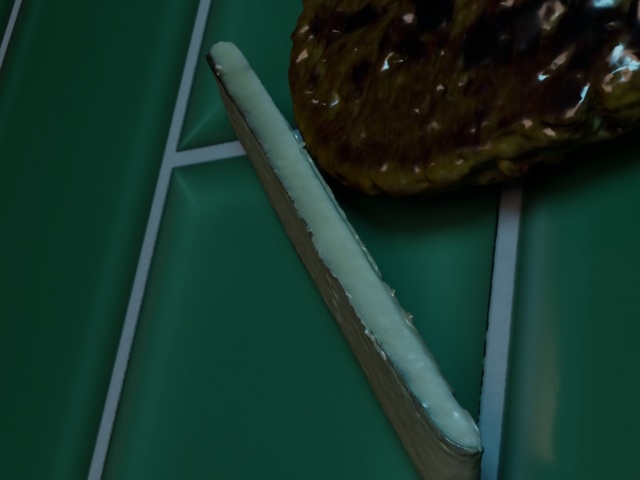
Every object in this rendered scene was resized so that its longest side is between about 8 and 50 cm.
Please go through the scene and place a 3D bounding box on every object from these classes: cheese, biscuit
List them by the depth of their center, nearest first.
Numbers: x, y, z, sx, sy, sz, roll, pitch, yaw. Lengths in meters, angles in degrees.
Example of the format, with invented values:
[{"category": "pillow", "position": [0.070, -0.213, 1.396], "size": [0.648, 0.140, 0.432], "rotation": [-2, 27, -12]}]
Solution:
[{"category": "biscuit", "position": [0.118, -0.165, 0.591], "size": [0.334, 0.081, 0.289], "rotation": [-12, 62, 38]}, {"category": "cheese", "position": [0.002, 0.000, 0.601], "size": [0.034, 0.085, 0.400], "rotation": [-23, 49, -7]}]
